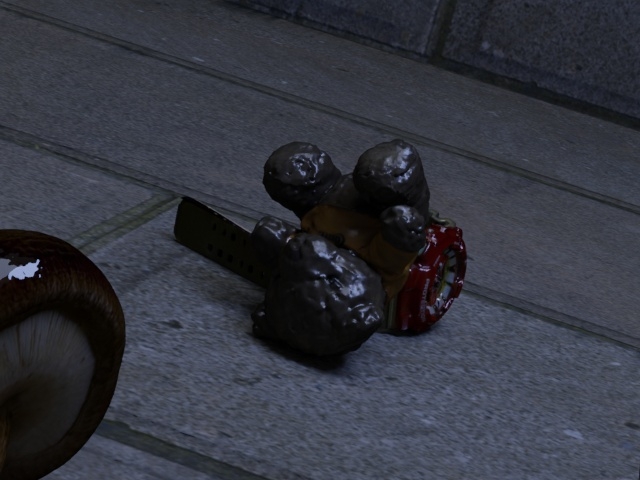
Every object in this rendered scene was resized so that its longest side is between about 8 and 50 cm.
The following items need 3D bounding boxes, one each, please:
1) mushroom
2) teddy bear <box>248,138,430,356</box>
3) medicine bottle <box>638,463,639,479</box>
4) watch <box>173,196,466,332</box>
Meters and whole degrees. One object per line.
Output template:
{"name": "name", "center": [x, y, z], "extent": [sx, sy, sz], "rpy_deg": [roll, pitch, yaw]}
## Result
{"name": "mushroom", "center": [-0.223, 0.074, 1.165], "extent": [0.138, 0.194, 0.231], "rpy_deg": [26, 7, 30]}
{"name": "teddy bear", "center": [0.018, 0.014, 1.690], "extent": [0.177, 0.190, 0.140], "rpy_deg": [-1, -41, 38]}
{"name": "medicine bottle", "center": [0.319, 0.202, 1.134], "extent": [0.256, 0.256, 0.325], "rpy_deg": [15, 25, -1]}
{"name": "watch", "center": [0.009, 0.001, 1.861], "extent": [0.268, 0.102, 0.165], "rpy_deg": [25, 35, 33]}
